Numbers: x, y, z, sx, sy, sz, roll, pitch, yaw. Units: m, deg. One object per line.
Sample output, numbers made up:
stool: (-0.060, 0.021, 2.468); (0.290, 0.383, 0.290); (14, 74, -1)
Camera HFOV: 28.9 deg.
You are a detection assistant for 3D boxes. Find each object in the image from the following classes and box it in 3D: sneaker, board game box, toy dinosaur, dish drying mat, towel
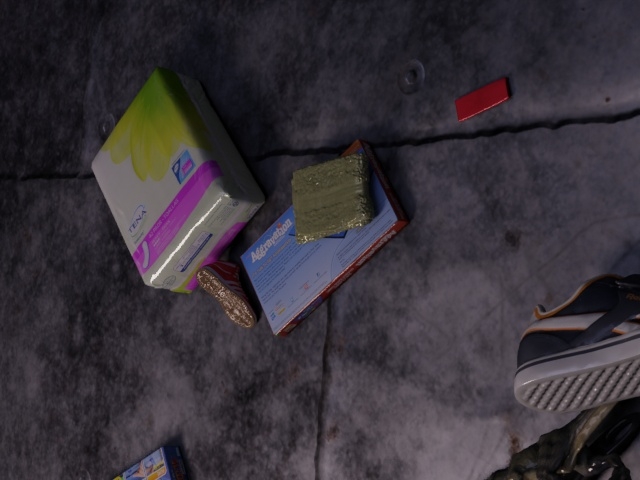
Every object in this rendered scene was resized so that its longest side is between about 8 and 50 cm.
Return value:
sneaker: (-0.130, 0.077, 1.873); (0.118, 0.067, 0.042); (47, 119, 3)
board game box: (0.000, 0.000, 1.757); (0.281, 0.027, 0.145); (-44, 58, 32)
toy dinosaur: (0.280, 0.248, 1.382); (0.268, 0.064, 0.118); (-43, 35, 17)
sneaker: (0.358, 0.094, 1.319); (0.321, 0.126, 0.127); (-11, 51, 28)
dish drying mat: (0.208, -0.180, 1.589); (0.083, 0.008, 0.032); (-23, 68, 41)
towel: (0.015, -0.059, 1.713); (0.148, 0.027, 0.110); (-17, 72, 43)
board game box: (-0.280, 0.427, 1.972); (0.201, 0.035, 0.136); (-36, 61, 36)

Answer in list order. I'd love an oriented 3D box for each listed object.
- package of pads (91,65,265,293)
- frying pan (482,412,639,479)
package of pads: (-0.232, -0.090, 1.946); (0.229, 0.101, 0.296); (-49, 52, 28)
frying pan: (0.238, 0.321, 1.464); (0.197, 0.053, 0.326); (25, 83, 52)
